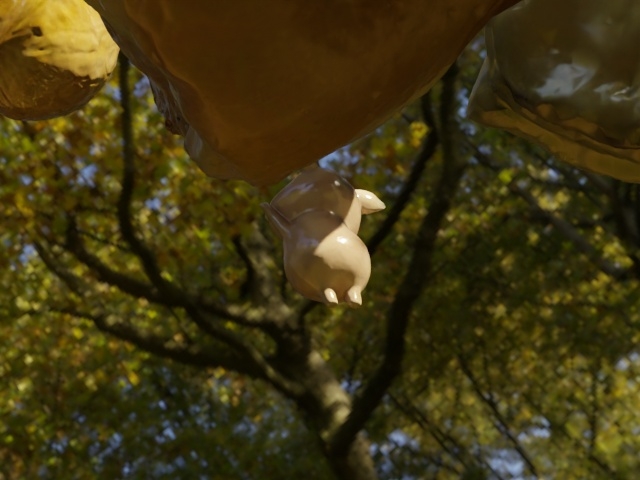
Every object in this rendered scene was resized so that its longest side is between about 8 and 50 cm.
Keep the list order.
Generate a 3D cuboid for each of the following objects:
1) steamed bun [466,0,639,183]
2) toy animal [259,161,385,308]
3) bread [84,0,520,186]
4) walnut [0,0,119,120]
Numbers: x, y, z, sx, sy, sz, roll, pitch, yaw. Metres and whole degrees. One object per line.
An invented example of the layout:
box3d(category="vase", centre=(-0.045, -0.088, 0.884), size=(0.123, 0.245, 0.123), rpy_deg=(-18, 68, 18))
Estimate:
box3d(category="steamed bun", centre=(0.314, -0.133, 0.661), size=(0.189, 0.428, 0.247), rpy_deg=(0, -81, -63))
box3d(category="toy animal", centre=(0.005, -0.003, 0.959), size=(0.089, 0.150, 0.083), rpy_deg=(-19, -39, 14))
box3d(category="bread", centre=(0.048, -0.177, 0.462), size=(0.344, 0.149, 0.195), rpy_deg=(-39, -51, -12))
box3d(category="walnut", centre=(-0.319, -0.226, 1.284), size=(0.195, 0.195, 0.222), rpy_deg=(-54, 3, 19))
